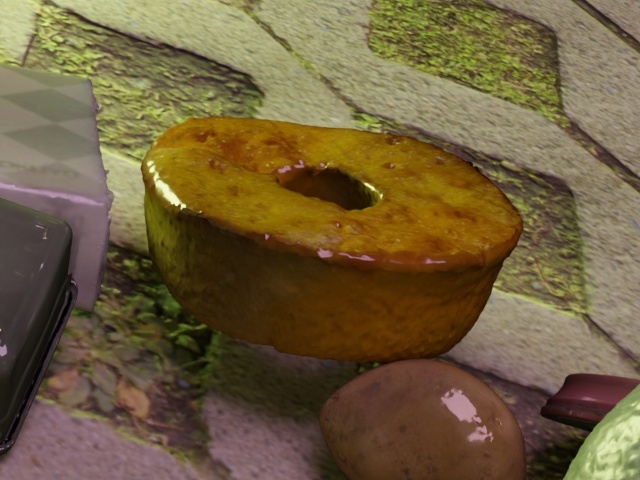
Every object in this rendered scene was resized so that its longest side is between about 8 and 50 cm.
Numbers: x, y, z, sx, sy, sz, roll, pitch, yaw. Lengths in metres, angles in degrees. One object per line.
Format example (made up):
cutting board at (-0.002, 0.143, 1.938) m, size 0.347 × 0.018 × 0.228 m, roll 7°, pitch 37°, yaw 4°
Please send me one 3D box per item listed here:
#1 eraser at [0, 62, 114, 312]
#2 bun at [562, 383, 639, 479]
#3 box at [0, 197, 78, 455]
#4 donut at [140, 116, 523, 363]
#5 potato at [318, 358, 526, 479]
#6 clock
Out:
eraser at (-0.358, -0.065, 1.360) m, size 0.397 × 0.082 × 0.213 m, roll 8°, pitch 35°, yaw -19°
bun at (0.283, 0.216, 1.105) m, size 0.362 × 0.361 × 0.211 m, roll 8°, pitch -1°, yaw -18°
box at (-0.233, 0.044, 1.227) m, size 0.124 × 0.093 × 0.172 m, roll 19°, pitch 47°, yaw -3°
donut at (0.000, 0.000, 1.389) m, size 0.303 × 0.110 × 0.303 m, roll 9°, pitch 20°, yaw -3°
potato at (0.073, 0.141, 1.275) m, size 0.147 × 0.112 × 0.112 m, roll 26°, pitch 32°, yaw 25°
clock at (0.278, 0.146, 1.325) m, size 0.244 × 0.056 × 0.244 m, roll 13°, pitch -8°, yaw 2°
